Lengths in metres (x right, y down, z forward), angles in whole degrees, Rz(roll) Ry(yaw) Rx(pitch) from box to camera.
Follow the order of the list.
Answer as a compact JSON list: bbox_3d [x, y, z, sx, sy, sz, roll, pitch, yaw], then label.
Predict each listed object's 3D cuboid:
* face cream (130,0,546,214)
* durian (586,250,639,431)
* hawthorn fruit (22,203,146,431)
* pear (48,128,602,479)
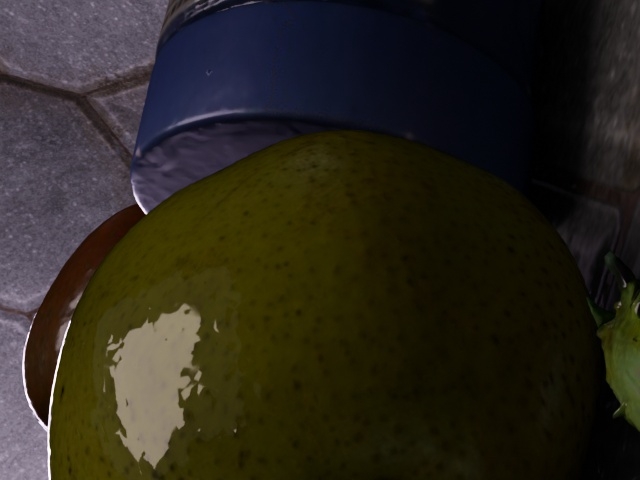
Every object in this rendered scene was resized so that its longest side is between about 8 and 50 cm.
[{"bbox_3d":[0.020,-0.110,0.959,0.249,0.249,0.225,128,155,-64],"label":"face cream"},{"bbox_3d":[0.170,0.039,0.393,0.375,0.106,0.132,177,105,-77],"label":"durian"},{"bbox_3d":[-0.154,0.089,1.511,0.268,0.268,0.301,149,140,-74],"label":"hawthorn fruit"},{"bbox_3d":[0.003,0.084,0.753,0.294,0.294,0.294,-165,90,-79],"label":"pear"}]
